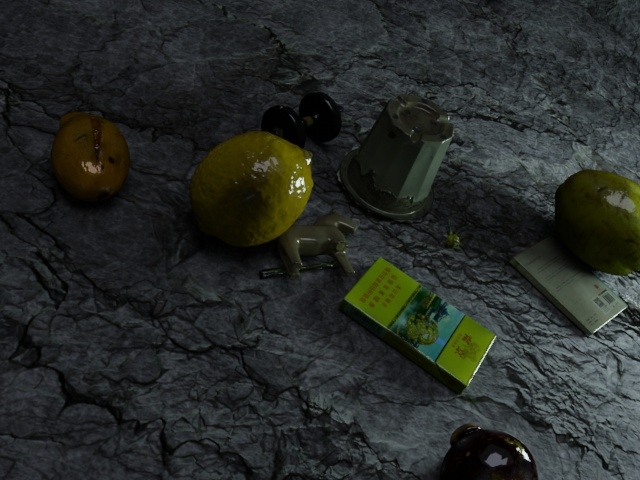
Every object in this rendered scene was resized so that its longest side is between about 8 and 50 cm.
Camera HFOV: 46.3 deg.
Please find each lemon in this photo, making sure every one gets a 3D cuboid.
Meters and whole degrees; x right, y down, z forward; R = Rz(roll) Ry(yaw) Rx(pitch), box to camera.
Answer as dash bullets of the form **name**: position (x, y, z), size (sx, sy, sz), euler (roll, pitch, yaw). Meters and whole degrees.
- **lemon**: position (-0.155, -0.121, 1.695), size (0.253, 0.310, 0.253), euler (53, 10, -13)

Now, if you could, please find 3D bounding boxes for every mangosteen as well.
- **mangosteen**: position (0.314, 0.449, 1.447), size (0.192, 0.192, 0.217), euler (12, 7, -12)

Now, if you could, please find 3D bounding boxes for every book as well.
- **book**: position (0.668, 0.114, 2.004), size (0.215, 0.025, 0.283), euler (-22, 60, -38)

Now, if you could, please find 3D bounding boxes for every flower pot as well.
- **flower pot**: position (0.209, -0.229, 1.968), size (0.290, 0.259, 0.290), euler (11, 47, -12)

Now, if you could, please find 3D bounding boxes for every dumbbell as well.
- **dumbbell**: position (-0.051, -0.313, 2.020), size (0.325, 0.143, 0.143), euler (-29, 64, -40)

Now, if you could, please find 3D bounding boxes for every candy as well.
- **candy**: position (0.348, -0.021, 1.998), size (0.035, 0.035, 0.123), euler (-23, 31, 16)

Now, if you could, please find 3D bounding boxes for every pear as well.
- **pear**: position (0.781, -0.052, 2.041), size (0.269, 0.269, 0.321), euler (-35, 88, -42)

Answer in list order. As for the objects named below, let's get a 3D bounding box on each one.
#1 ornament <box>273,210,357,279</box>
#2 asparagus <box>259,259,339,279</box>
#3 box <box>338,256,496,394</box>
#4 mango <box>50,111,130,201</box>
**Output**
- **ornament**: position (0.000, 0.000, 1.794), size (0.230, 0.061, 0.245), euler (-1, 35, -20)
- **asparagus**: position (-0.036, 0.065, 1.757), size (0.232, 0.022, 0.023), euler (-7, 9, -28)
- **box**: position (0.226, 0.190, 1.730), size (0.335, 0.047, 0.187), euler (35, 45, 10)
- **mango**: position (-0.533, -0.210, 1.734), size (0.177, 0.120, 0.295), euler (1, 48, -24)
